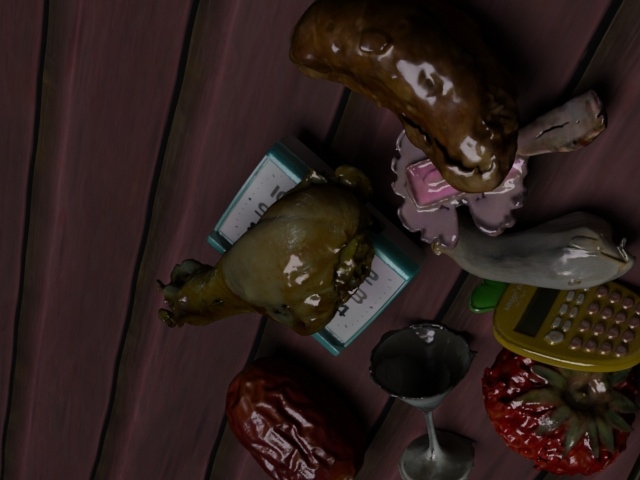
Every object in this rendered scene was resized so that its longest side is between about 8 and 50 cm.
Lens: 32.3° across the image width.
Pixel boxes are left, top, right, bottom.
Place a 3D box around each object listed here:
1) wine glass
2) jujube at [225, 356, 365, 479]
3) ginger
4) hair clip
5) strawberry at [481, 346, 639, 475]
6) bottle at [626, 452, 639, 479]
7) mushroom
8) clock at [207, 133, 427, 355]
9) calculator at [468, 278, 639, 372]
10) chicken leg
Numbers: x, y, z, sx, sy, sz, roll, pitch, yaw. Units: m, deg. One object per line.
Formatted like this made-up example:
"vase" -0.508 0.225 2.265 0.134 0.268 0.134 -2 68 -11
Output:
"wine glass" 0.159 0.252 1.616 0.156 0.156 0.232 13 135 30
"jujube" -0.040 0.302 1.785 0.250 0.174 0.174 49 139 7
"ginger" 0.113 -0.196 1.254 0.321 0.172 0.165 39 175 25
"hair clip" 0.217 -0.100 1.313 0.300 0.069 0.173 -21 81 38
"strawberry" 0.297 0.219 1.460 0.205 0.205 0.244 44 159 0
"bottle" 0.405 0.359 1.393 0.082 0.286 0.082 21 134 24
"mushroom" 0.256 0.011 1.369 0.278 0.099 0.096 1 85 41
"clock" 0.000 0.000 1.563 0.262 0.116 0.231 41 134 2
"calculator" 0.298 0.093 1.368 0.234 0.146 0.032 16 143 29
"chicken leg" -0.086 0.042 1.491 0.429 0.152 0.201 -20 95 48
